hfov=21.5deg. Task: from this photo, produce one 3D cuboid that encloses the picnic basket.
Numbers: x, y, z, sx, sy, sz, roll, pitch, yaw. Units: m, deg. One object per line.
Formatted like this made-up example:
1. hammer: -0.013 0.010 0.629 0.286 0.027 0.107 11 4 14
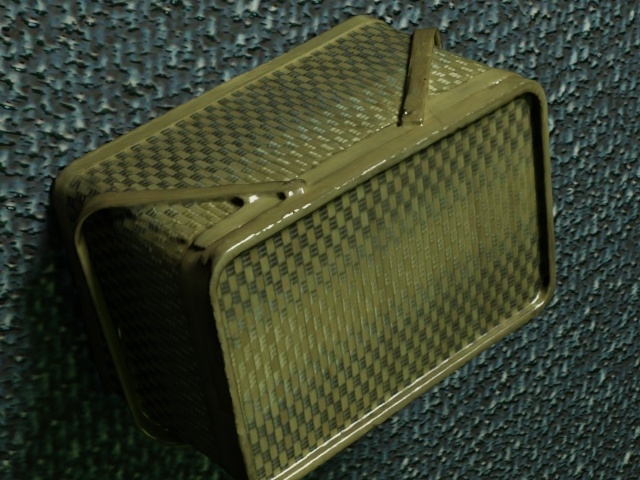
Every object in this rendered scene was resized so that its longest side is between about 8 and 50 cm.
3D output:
1. picnic basket: 0.000 0.000 0.936 0.267 0.139 0.165 -31 129 -30
